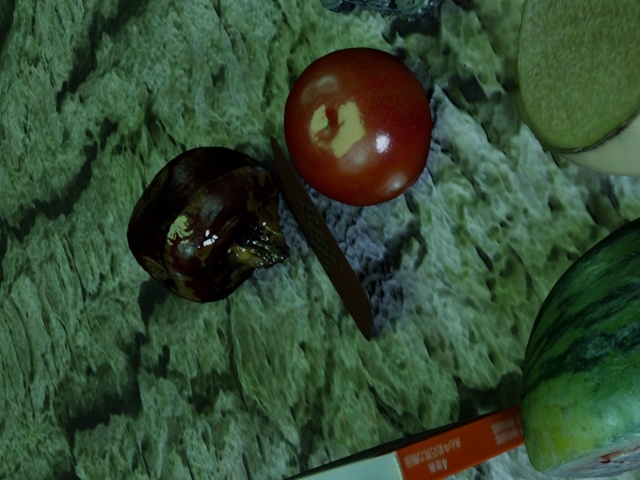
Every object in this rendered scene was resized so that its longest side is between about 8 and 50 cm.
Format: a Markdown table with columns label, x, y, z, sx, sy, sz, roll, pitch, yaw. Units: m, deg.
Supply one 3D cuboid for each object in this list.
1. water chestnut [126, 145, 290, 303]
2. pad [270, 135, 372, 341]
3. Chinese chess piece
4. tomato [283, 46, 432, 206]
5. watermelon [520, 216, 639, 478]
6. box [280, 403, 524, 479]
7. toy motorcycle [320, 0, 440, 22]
| label | x | y | z | sx | sy | sz | roll | pitch | yaw |
| --- | --- | --- | --- | --- | --- | --- | --- | --- | --- |
| water chestnut | -0.147 | -0.015 | 1.111 | 0.238 | 0.224 | 0.223 | 33 | 116 | 19 |
| pad | 0.000 | 0.000 | 1.037 | 0.267 | 0.004 | 0.181 | 60 | 169 | 22 |
| Chinese chess piece | 0.280 | -0.190 | 0.697 | 0.270 | 0.112 | 0.269 | -173 | 90 | -72 |
| tomato | 0.042 | -0.138 | 0.970 | 0.195 | 0.136 | 0.195 | 1 | 92 | 33 |
| watermelon | 0.314 | 0.120 | 0.767 | 0.213 | 0.201 | 0.261 | -40 | 24 | 39 |
| box | 0.077 | 0.250 | 0.885 | 0.265 | 0.273 | 0.048 | -30 | 73 | 41 |
| toy motorcycle | 0.080 | -0.335 | 0.963 | 0.229 | 0.094 | 0.129 | 26 | 107 | 52 |
